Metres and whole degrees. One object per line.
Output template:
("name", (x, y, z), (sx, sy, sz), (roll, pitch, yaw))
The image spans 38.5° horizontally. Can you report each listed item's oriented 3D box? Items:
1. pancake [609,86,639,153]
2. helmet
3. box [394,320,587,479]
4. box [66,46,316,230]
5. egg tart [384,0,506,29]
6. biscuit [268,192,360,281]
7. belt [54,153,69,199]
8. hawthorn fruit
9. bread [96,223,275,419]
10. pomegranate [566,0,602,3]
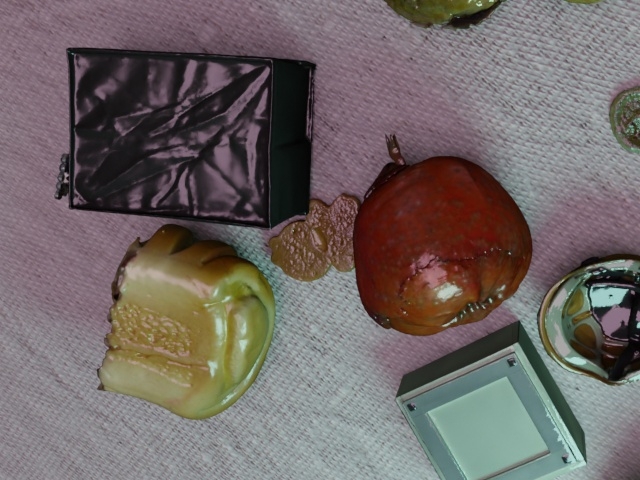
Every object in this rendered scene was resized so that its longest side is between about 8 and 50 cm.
("pancake", (0.486, -0.183, 1.368), (0.108, 0.017, 0.108), (4, 109, 13))
("helmet", (0.452, 0.109, 1.391), (0.224, 0.130, 0.199), (-13, 97, 26))
("box", (0.274, 0.289, 1.484), (0.225, 0.117, 0.225), (-29, 96, 18))
("box", (-0.198, -0.164, 1.427), (0.345, 0.204, 0.251), (5, 100, 12))
("egg tart", (0.167, -0.423, 1.322), (0.252, 0.098, 0.232), (47, 118, 17))
("biscuit", (0.006, 0.002, 1.522), (0.184, 0.027, 0.133), (-44, 85, 18))
("belt", (-0.407, -0.161, 1.566), (0.100, 0.065, 0.179), (-1, 102, 5))
("hawthorn fruit", (0.165, -0.020, 1.369), (0.276, 0.276, 0.308), (-23, 79, 18))
("bread", (-0.212, 0.131, 1.522), (0.270, 0.211, 0.316), (14, 115, 1))
("pomegranate", (0.357, -0.422, 1.255), (0.196, 0.196, 0.196), (3, 104, 13))
